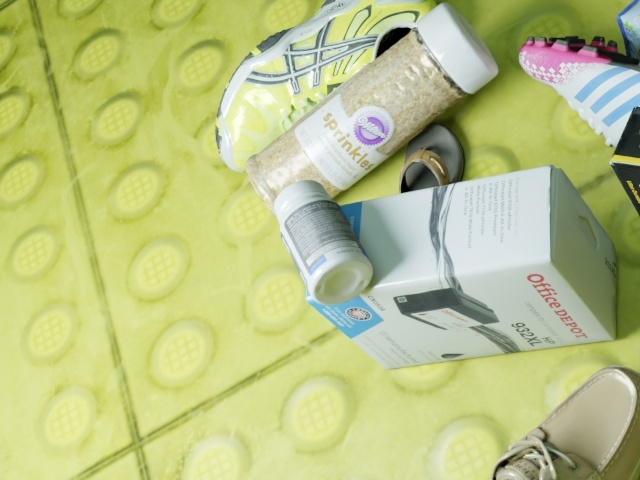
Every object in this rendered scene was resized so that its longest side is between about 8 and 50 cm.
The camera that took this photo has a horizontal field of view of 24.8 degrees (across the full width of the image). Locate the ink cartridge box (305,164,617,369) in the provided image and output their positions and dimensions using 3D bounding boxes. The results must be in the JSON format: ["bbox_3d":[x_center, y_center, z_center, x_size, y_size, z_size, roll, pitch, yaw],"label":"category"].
[{"bbox_3d":[0.170,0.040,1.719,0.307,0.223,0.129,-10,58,27],"label":"ink cartridge box"}]

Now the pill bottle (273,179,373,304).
[{"bbox_3d":[0.000,0.000,1.651,0.078,0.078,0.137,-34,51,9],"label":"pill bottle"}]

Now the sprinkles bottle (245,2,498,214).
[{"bbox_3d":[0.067,-0.165,1.955,0.355,0.121,0.121,-38,48,17],"label":"sprinkles bottle"}]

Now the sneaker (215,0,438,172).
[{"bbox_3d":[0.010,-0.233,2.048,0.384,0.145,0.147,-44,52,5],"label":"sneaker"}]

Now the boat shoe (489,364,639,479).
[{"bbox_3d":[0.249,0.274,1.599,0.121,0.110,0.341,28,78,40],"label":"boat shoe"}]

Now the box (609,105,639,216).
[{"bbox_3d":[0.471,-0.009,1.501,0.257,0.322,0.079,14,68,36],"label":"box"}]

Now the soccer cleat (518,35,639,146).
[{"bbox_3d":[0.359,-0.174,1.816,0.331,0.116,0.143,24,115,54],"label":"soccer cleat"}]

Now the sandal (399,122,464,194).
[{"bbox_3d":[0.132,-0.072,1.920,0.090,0.060,0.219,-2,55,30],"label":"sandal"}]

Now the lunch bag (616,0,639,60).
[{"bbox_3d":[0.472,-0.283,1.831,0.151,0.096,0.129,-40,44,-16],"label":"lunch bag"}]
